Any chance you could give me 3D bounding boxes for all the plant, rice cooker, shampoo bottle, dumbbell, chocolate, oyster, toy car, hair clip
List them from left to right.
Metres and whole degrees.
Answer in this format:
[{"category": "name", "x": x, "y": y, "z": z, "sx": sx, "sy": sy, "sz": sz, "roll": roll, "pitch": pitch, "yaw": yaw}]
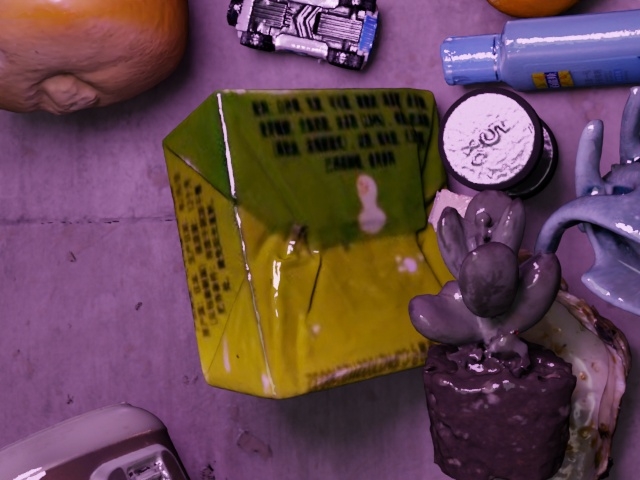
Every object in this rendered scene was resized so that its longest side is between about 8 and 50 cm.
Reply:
[{"category": "rice cooker", "x": -0.249, "y": 0.366, "z": 1.352, "sx": 0.335, "sy": 0.335, "sz": 0.325, "roll": -29, "pitch": 80, "yaw": 13}, {"category": "toy car", "x": -0.020, "y": -0.237, "z": 1.428, "sx": 0.170, "sy": 0.070, "sz": 0.080, "roll": 13, "pitch": 93, "yaw": 14}, {"category": "chocolate", "x": 0.000, "y": 0.000, "z": 1.309, "sx": 0.137, "sy": 0.300, "sz": 0.289, "roll": -16, "pitch": 83, "yaw": 47}, {"category": "plant", "x": 0.158, "y": 0.090, "z": 1.218, "sx": 0.149, "sy": 0.146, "sz": 0.275, "roll": -8, "pitch": 115, "yaw": -3}, {"category": "dumbbell", "x": 0.181, "y": -0.093, "z": 1.307, "sx": 0.100, "sy": 0.191, "sz": 0.100, "roll": 0, "pitch": 89, "yaw": 15}, {"category": "oyster", "x": 0.230, "y": 0.153, "z": 1.350, "sx": 0.166, "sy": 0.094, "sz": 0.295, "roll": 10, "pitch": 109, "yaw": 12}, {"category": "shampoo bottle", "x": 0.253, "y": -0.192, "z": 1.336, "sx": 0.258, "sy": 0.104, "sz": 0.061, "roll": -2, "pitch": 71, "yaw": 16}, {"category": "hair clip", "x": 0.383, "y": -0.034, "z": 1.181, "sx": 0.318, "sy": 0.392, "sz": 0.238, "roll": -35, "pitch": 61, "yaw": -22}]

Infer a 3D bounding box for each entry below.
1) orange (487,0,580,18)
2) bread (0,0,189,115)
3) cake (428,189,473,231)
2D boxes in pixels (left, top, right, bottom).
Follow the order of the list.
[{"category": "orange", "x": 0.222, "y": -0.304, "z": 1.338, "sx": 0.154, "sy": 0.134, "sz": 0.155, "roll": 9, "pitch": 105, "yaw": 35}, {"category": "bread", "x": -0.285, "y": -0.322, "z": 1.371, "sx": 0.252, "sy": 0.348, "sz": 0.376, "roll": -13, "pitch": 79, "yaw": -13}, {"category": "cake", "x": 0.172, "y": -0.015, "z": 1.342, "sx": 0.065, "sy": 0.121, "sz": 0.052, "roll": 9, "pitch": 87, "yaw": 41}]
